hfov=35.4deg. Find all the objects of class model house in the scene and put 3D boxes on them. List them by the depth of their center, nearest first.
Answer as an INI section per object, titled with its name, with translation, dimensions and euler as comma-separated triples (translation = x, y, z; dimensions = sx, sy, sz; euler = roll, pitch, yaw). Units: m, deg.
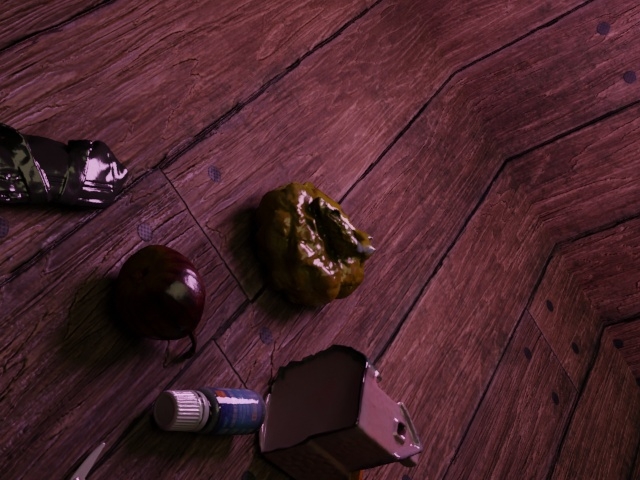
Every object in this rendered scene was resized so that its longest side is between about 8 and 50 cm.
[model house]
translation = 0.054, 0.347, 1.870
dimensions = 0.237, 0.237, 0.202
euler = 46, 34, -32

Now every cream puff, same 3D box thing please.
[cream puff]
translation = -0.001, -0.002, 2.030
dimensions = 0.282, 0.185, 0.281
euler = 23, 57, -42

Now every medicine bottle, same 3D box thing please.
[medicine bottle]
translation = -0.190, 0.292, 1.714
dimensions = 0.203, 0.083, 0.083
euler = 11, 63, -46

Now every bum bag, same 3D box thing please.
[bum bag]
translation = -0.443, -0.122, 1.631
dimensions = 0.326, 0.080, 0.142
euler = 1, 73, -52

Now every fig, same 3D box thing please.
[fig]
translation = -0.252, 0.105, 1.679
dimensions = 0.202, 0.148, 0.149
euler = 43, 7, -10

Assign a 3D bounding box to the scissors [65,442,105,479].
[scissors]
translation = -0.372, 0.367, 1.494
dimensions = 0.085, 0.022, 0.176
euler = 56, 40, -21
